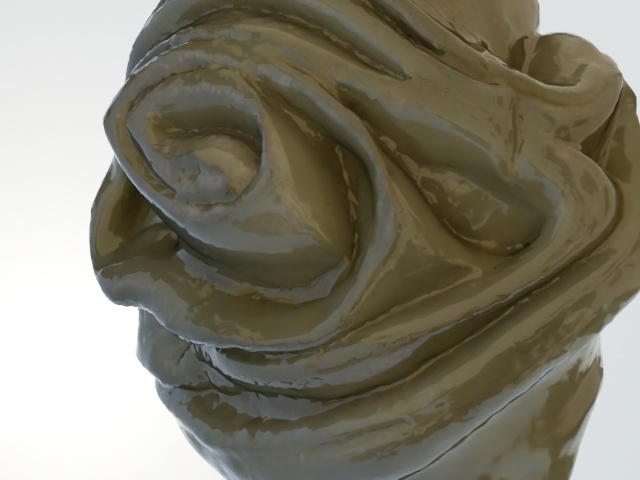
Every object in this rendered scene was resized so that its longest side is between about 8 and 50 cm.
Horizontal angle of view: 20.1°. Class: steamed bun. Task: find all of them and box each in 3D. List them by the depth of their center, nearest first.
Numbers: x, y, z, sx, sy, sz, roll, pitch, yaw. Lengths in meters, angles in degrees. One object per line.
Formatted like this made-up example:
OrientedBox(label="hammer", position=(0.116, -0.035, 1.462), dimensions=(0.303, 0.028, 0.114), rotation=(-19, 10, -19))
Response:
OrientedBox(label="steamed bun", position=(-0.005, -0.006, 0.917), dimensions=(0.219, 0.324, 0.310), rotation=(-4, -140, -36))
